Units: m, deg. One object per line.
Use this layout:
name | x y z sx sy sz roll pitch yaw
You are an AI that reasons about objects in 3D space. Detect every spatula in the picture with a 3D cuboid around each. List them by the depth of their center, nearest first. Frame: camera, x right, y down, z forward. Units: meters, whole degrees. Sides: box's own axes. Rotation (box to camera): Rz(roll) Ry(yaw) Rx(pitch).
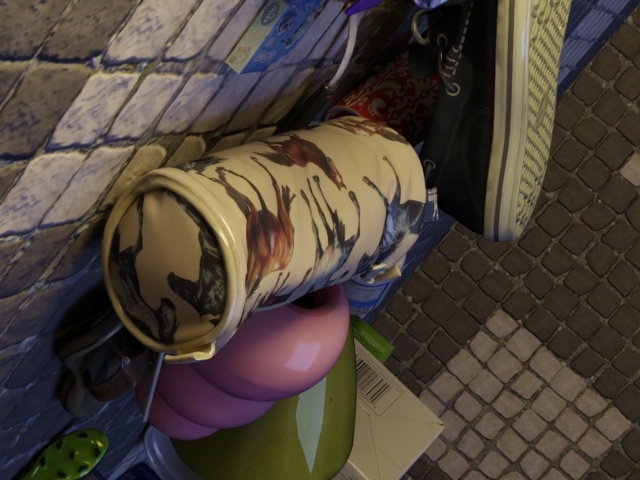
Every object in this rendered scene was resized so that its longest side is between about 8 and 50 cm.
spatula | 0.017 -0.183 1.293 0.296 0.030 0.084 -53 168 31

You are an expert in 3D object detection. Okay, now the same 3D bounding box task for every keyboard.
keyboard | -0.159 0.077 1.326 0.072 0.014 0.256 -85 -169 -56

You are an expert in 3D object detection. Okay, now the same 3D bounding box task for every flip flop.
flip flop | -0.221 0.133 1.339 0.112 0.080 0.277 -43 169 -30

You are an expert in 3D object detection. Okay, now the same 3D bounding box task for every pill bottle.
pill bottle | 0.077 0.033 2.164 0.124 0.124 0.221 -43 170 -27

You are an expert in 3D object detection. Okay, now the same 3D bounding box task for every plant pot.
plant pot | -0.062 0.158 1.735 0.275 0.274 0.293 -39 152 -43

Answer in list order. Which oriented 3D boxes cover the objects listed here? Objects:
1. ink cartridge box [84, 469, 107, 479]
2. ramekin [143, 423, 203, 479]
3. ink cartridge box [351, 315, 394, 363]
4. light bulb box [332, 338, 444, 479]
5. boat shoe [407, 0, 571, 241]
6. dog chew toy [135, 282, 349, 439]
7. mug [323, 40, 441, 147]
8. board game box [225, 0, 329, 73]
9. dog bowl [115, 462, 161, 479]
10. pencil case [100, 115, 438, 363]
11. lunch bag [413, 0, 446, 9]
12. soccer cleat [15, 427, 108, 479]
ink cartridge box | -0.320 0.382 1.700 0.086 0.148 0.203 -46 170 0
ramekin | -0.169 0.328 2.023 0.109 0.207 0.207 -52 176 -44
ink cartridge box | -0.007 0.240 2.429 0.097 0.189 0.255 -41 170 -47
light bulb box | -0.034 0.363 2.283 0.225 0.358 0.361 -36 166 -45
boat shoe | 0.174 -0.216 1.334 0.187 0.156 0.500 -51 152 -43
dog chew toy | -0.112 0.129 1.503 0.332 0.206 0.206 -45 175 39
mug | 0.087 -0.147 1.525 0.169 0.113 0.150 -37 164 -35
board game box | -0.033 -0.185 1.086 0.090 0.020 0.090 -51 171 22
dog bowl | -0.362 0.519 2.200 0.265 0.104 0.265 -47 170 -11
pencil case | -0.039 -0.009 1.211 0.160 0.183 0.410 -27 178 32
lunch bag | 0.135 -0.349 0.922 0.221 0.138 0.293 -35 155 -45
soccer cleat | -0.340 0.296 1.560 0.179 0.060 0.072 -39 178 -15
